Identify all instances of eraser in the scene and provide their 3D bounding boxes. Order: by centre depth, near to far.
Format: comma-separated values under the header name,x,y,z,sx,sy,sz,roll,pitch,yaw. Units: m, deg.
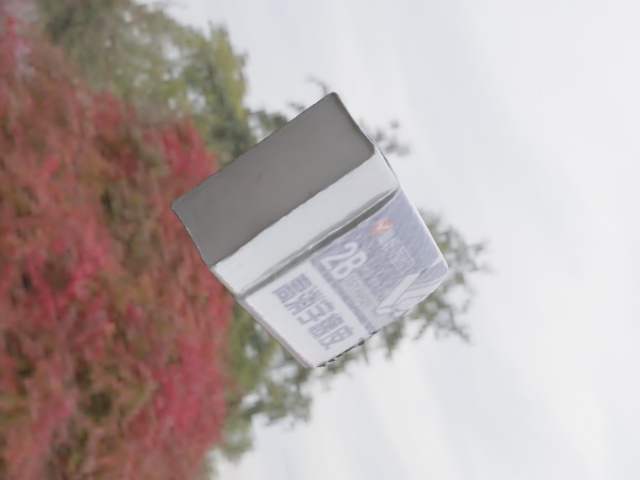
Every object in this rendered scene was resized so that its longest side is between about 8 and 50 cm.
name,x,y,z,sx,sy,sz,roll,pitch,yaw
eraser,0.000,0.000,0.995,0.068,0.124,0.210,58,3,25
